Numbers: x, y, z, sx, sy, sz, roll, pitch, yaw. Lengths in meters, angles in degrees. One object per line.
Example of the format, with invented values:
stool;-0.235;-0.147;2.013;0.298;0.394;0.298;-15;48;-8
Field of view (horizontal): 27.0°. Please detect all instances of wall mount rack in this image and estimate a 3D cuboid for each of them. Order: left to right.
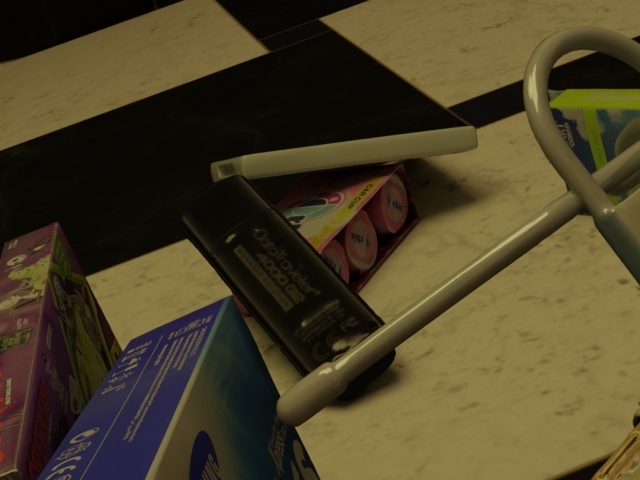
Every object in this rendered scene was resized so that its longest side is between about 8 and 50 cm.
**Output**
wall mount rack;0.168;0.077;0.678;0.304;0.350;0.130;-32;-9;-34

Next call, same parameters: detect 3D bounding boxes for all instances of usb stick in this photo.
usb stick;-0.033;0.031;1.098;0.077;0.045;0.278;-36;42;-8

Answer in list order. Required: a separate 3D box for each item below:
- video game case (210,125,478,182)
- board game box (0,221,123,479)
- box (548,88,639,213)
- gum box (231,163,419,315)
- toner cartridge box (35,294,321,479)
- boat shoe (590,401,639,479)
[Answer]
video game case;0.017;-0.083;1.327;0.227;0.026;0.206;-9;3;-12
board game box;-0.146;0.141;0.818;0.056;0.208;0.347;-18;21;0
box;0.266;-0.073;1.130;0.042;0.109;0.178;-36;28;-34
gum box;0.000;0.000;1.228;0.107;0.062;0.188;-4;26;33
toner cartridge box;-0.058;0.148;0.682;0.075;0.165;0.348;-25;9;5
boat shoe;0.211;0.114;0.792;0.059;0.063;0.170;11;36;41
